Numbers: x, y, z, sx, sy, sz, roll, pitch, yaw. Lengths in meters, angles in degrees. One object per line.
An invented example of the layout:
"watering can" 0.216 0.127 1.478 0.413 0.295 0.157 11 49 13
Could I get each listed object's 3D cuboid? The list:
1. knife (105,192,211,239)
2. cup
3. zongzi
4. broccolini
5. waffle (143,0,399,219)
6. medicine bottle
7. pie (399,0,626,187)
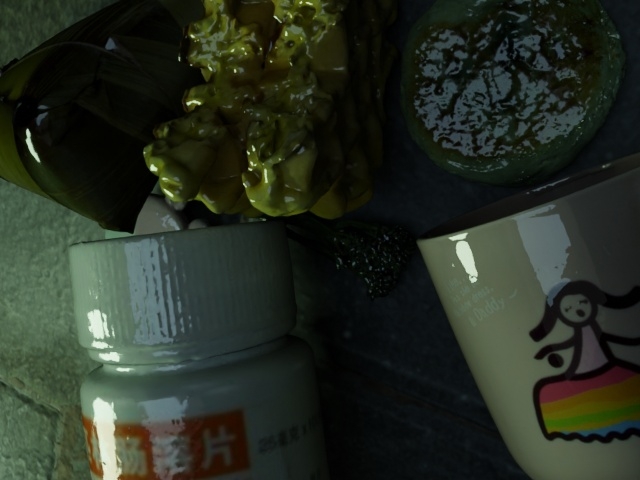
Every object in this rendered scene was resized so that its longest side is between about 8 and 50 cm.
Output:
"knife" -0.111 0.126 0.754 0.132 0.038 0.399 -27 87 23
"cup" 0.222 0.047 0.492 0.252 0.191 0.201 -21 91 21
"zongzi" -0.214 -0.182 0.729 0.289 0.154 0.318 18 66 46
"broccolini" -0.007 -0.002 0.667 0.201 0.058 0.074 17 99 23
"waffle" -0.035 -0.178 0.538 0.151 0.261 0.325 4 103 19
"medicine bottle" -0.101 0.173 0.624 0.211 0.211 0.372 -7 93 28
"pie" 0.150 -0.137 0.571 0.186 0.041 0.187 2 95 26
